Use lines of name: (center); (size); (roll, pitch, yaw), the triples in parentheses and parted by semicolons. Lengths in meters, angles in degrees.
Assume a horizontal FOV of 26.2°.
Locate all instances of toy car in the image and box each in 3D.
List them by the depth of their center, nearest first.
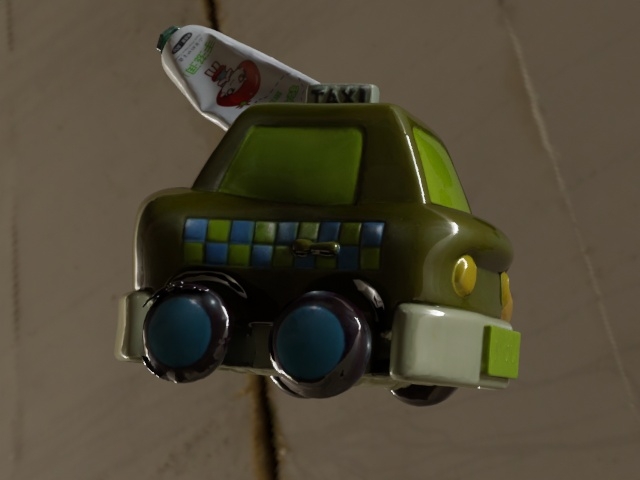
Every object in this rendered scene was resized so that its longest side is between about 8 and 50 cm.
toy car: (0.000, 0.000, 0.862); (0.247, 0.204, 0.198); (1, -97, 24)

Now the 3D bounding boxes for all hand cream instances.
hand cream: (-0.107, -0.196, 1.725); (0.121, 0.076, 0.336); (-46, -138, -6)

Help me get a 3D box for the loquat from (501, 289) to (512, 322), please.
loquat: (0.157, 0.085, 1.839); (0.187, 0.176, 0.234); (-25, -98, 48)
